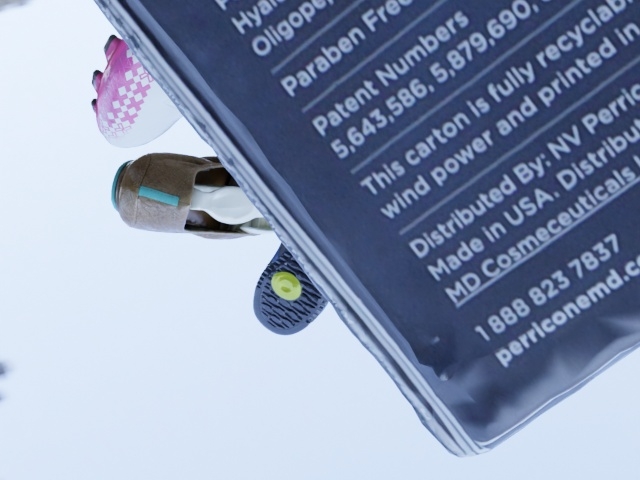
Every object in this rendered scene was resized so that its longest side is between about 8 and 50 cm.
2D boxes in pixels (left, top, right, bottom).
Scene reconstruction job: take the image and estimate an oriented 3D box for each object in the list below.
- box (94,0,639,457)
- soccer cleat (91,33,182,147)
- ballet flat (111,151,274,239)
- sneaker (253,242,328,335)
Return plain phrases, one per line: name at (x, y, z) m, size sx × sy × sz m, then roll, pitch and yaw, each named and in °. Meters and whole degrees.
box at (0.060, -0.236, 0.719) m, size 0.297 × 0.472 × 0.480 m, roll -38°, pitch -175°, yaw 19°
soccer cleat at (-0.091, -0.172, 1.315) m, size 0.143 × 0.331 × 0.116 m, roll 43°, pitch -139°, yaw 10°
ballet flat at (-0.107, -0.051, 1.816) m, size 0.124 × 0.116 × 0.342 m, roll 15°, pitch -174°, yaw 27°
sneaker at (0.000, 0.000, 1.422) m, size 0.069 × 0.209 × 0.082 m, roll 28°, pitch -145°, yaw 6°
